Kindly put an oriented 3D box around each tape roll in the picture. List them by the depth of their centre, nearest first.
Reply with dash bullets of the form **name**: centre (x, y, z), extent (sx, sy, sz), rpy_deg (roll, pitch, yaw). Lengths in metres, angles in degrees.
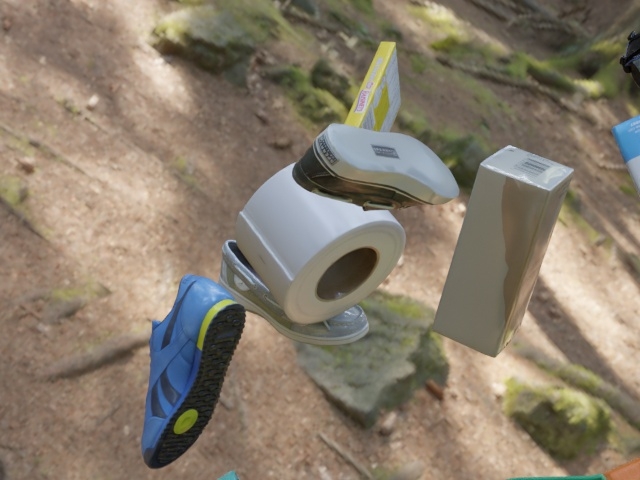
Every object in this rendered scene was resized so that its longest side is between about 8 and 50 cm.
- **tape roll**: centre (0.000, 0.000, 1.622), extent (0.246, 0.246, 0.169), rpy_deg (8, 37, -53)

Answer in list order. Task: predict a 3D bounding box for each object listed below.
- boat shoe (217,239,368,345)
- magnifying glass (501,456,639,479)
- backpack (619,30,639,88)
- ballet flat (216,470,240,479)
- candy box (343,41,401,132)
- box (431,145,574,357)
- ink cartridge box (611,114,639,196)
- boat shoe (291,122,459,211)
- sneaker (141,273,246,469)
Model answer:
- **boat shoe**: centre (-0.055, 0.097, 1.759), extent (0.320, 0.103, 0.118), rpy_deg (25, 39, 28)
- **magnifying glass**: centre (0.225, 0.222, 0.814), extent (0.026, 0.230, 0.092), rpy_deg (59, 7, -39)
- **backpack**: centre (0.429, -0.226, 1.131), extent (0.084, 0.114, 0.105), rpy_deg (49, 38, -11)
- **ballet flat**: centre (-0.227, 0.509, 1.669), extent (0.087, 0.247, 0.083), rpy_deg (31, -13, -21)
- **candy box**: centre (0.070, -0.165, 1.269), extent (0.027, 0.105, 0.206), rpy_deg (8, 46, 16)
- **box**: centre (0.297, 0.018, 1.570), extent (0.121, 0.311, 0.148), rpy_deg (23, 29, 22)
- **ink cartridge box**: centre (0.553, -0.055, 1.270), extent (0.129, 0.223, 0.308), rpy_deg (48, 26, -46)
- **boat shoe**: centre (0.060, -0.070, 1.009), extent (0.219, 0.070, 0.078), rpy_deg (11, 49, -45)
- **sneaker**: centre (-0.147, 0.134, 0.989), extent (0.082, 0.209, 0.069), rpy_deg (31, 17, 30)
